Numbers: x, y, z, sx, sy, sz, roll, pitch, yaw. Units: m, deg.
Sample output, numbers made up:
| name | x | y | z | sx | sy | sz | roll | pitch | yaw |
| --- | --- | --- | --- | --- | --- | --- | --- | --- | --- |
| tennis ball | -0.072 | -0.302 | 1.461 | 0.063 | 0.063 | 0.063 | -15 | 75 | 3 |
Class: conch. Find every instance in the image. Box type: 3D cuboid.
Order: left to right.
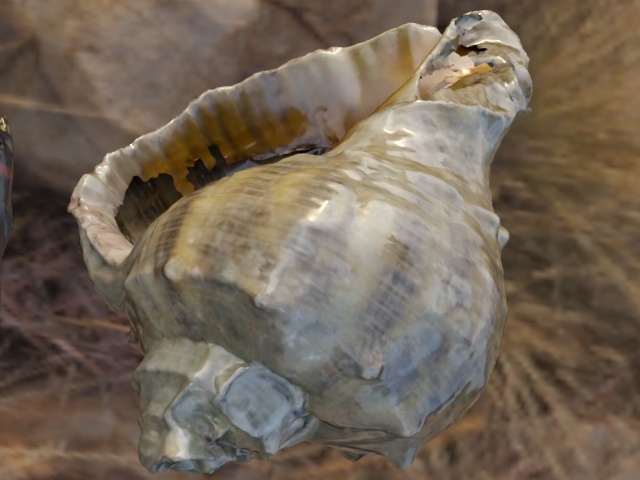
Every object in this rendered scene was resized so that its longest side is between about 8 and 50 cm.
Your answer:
| name | x | y | z | sx | sy | sz | roll | pitch | yaw |
| --- | --- | --- | --- | --- | --- | --- | --- | --- | --- |
| conch | 0.004 | 0.016 | 0.860 | 0.291 | 0.210 | 0.159 | -39 | 115 | -40 |

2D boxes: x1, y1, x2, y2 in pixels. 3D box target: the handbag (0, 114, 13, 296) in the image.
| name | x | y | z | sx | sy | sz | roll | pitch | yaw |
| --- | --- | --- | --- | --- | --- | --- | --- | --- | --- |
| handbag | -0.343 | -0.024 | 1.510 | 0.169 | 0.155 | 0.215 | 20 | 64 | -49 |
